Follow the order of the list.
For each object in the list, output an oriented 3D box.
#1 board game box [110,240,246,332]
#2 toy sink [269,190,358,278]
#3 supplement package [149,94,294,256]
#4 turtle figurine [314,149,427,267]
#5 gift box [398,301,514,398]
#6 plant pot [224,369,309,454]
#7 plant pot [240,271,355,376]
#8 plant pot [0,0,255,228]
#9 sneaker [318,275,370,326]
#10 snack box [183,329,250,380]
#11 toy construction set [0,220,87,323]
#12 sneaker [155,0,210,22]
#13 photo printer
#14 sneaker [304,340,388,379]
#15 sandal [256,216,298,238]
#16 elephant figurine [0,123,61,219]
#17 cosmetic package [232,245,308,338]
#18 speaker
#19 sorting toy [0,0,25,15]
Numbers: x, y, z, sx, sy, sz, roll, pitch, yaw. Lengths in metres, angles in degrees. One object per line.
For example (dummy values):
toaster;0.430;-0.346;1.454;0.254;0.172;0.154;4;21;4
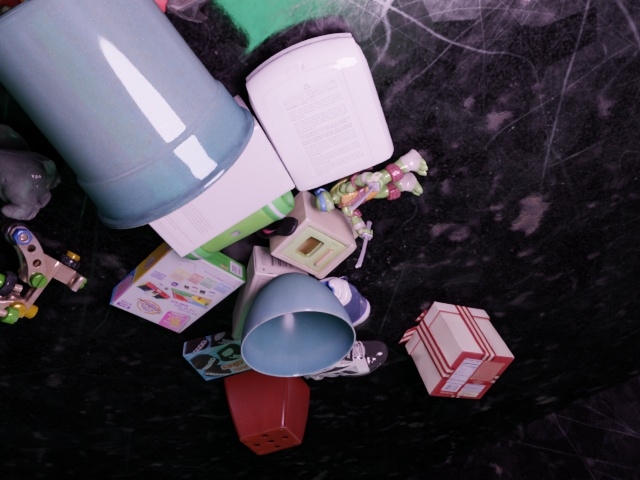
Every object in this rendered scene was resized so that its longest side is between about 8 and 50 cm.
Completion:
board game box;-0.411;0.130;1.376;0.316;0.064;0.242;-37;129;24
toy sink;0.000;0.000;1.276;0.234;0.131;0.153;28;124;-32
supplement package;-0.238;-0.140;1.022;0.293;0.175;0.177;-31;133;-1
turtle figurine;0.142;-0.088;1.138;0.266;0.275;0.198;-26;119;-12
gift box;0.447;0.380;1.637;0.255;0.258;0.276;17;121;-25
plant pot;-0.192;0.653;1.808;0.267;0.235;0.267;-19;135;8
plant pot;-0.070;0.200;1.259;0.290;0.195;0.290;-7;135;-7
plant pot;-0.339;-0.256;0.794;0.341;0.341;0.334;-22;129;11
sneaker;-0.025;0.229;1.492;0.323;0.130;0.236;-34;133;19
snack box;-0.286;0.384;1.650;0.322;0.060;0.187;-16;135;5
toy construction set;-0.762;0.113;1.215;0.309;0.257;0.237;-10;152;29
sneaker;-0.190;-0.487;0.790;0.135;0.097;0.276;21;129;-27
photo printer;0.000;-0.275;1.025;0.256;0.107;0.307;-20;133;9
sneaker;0.077;0.413;1.701;0.331;0.122;0.146;-14;137;3
sandal;-0.120;-0.042;1.217;0.040;0.067;0.179;29;163;-31
elephant figurine;-0.693;-0.158;0.995;0.239;0.169;0.186;35;92;-18
cosmetic package;-0.158;0.169;1.427;0.160;0.113;0.309;9;132;-19
speaker;-0.217;-0.060;1.183;0.296;0.131;0.131;-27;133;16
sorting toy;-0.581;-0.469;0.742;0.257;0.089;0.255;-2;134;-8
